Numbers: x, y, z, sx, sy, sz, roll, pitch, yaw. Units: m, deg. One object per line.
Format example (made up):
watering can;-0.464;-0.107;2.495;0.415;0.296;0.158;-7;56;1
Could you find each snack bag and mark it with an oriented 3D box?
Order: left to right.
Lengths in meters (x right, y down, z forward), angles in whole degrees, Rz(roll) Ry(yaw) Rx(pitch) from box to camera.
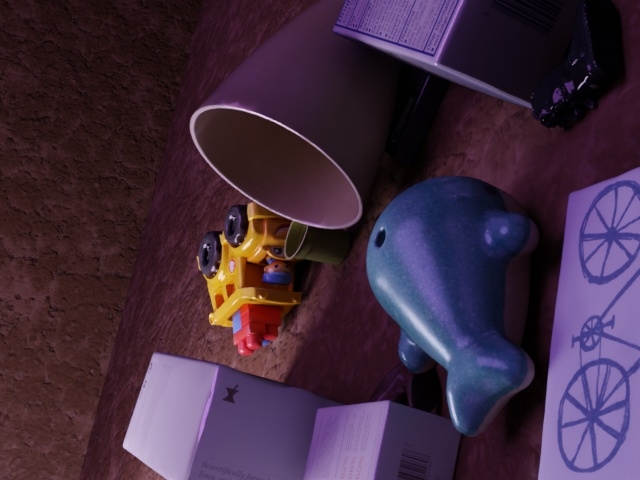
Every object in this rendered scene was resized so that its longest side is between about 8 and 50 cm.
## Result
snack bag;0.274;0.061;0.665;0.342;0.037;0.323;-31;43;61

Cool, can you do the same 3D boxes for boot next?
boot;0.086;0.177;1.049;0.114;0.037;0.106;-50;14;38
boot;0.253;-0.177;0.946;0.099;0.045;0.121;132;151;-53

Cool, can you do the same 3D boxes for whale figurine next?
whale figurine;0.123;0.051;0.920;0.216;0.141;0.272;-55;25;35

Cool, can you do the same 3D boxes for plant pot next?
plant pot;0.000;0.000;1.392;0.083;0.079;0.083;-52;27;41
plant pot;0.002;-0.199;1.293;0.274;0.256;0.256;-60;15;-23

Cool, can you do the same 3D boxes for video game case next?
video game case;0.135;-0.265;1.360;0.275;0.035;0.248;-67;20;11

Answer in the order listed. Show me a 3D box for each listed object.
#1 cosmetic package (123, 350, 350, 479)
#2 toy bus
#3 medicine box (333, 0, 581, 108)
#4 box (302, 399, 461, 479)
cosmetic package;-0.107;0.251;1.238;0.385;0.217;0.156;-10;62;70
toy bus;-0.094;0.066;1.512;0.220;0.149;0.212;-43;46;47
medicine box;0.173;-0.318;1.083;0.264;0.149;0.289;-67;27;10
box;0.056;0.243;0.984;0.170;0.091;0.130;-26;48;63
